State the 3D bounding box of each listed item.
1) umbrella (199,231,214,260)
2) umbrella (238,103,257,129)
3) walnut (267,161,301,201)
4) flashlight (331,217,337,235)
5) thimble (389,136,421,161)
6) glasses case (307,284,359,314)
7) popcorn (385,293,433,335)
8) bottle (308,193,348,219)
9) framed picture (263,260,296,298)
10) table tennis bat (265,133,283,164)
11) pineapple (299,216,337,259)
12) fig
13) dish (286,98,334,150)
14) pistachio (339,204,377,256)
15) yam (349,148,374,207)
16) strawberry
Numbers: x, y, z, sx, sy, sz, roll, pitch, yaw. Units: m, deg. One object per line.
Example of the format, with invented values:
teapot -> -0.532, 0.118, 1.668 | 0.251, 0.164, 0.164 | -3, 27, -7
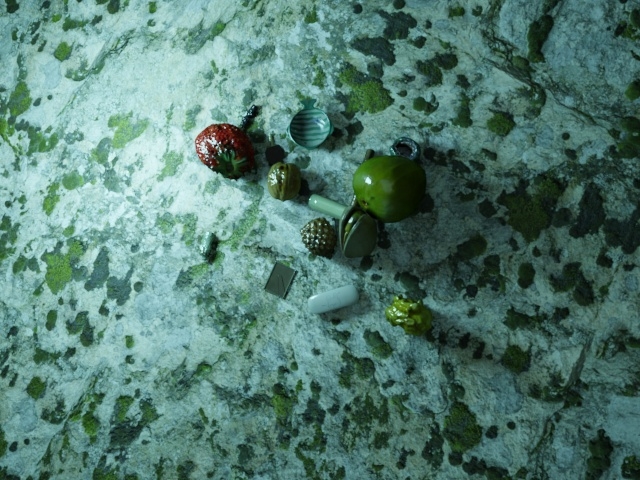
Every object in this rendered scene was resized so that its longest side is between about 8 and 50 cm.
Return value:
umbrella -> -0.547, 0.027, 2.038 | 0.067, 0.062, 0.143 | 10, 84, -19
umbrella -> -0.357, -0.603, 2.075 | 0.040, 0.037, 0.143 | 34, 90, 34
walnut -> -0.167, -0.267, 1.950 | 0.156, 0.155, 0.183 | 1, 79, 11
flashlight -> 0.063, -0.063, 1.944 | 0.018, 0.018, 0.083 | -10, 83, 10
thimble -> 0.380, -0.394, 1.883 | 0.135, 0.090, 0.118 | 44, 91, 14
glasses case -> 0.058, 0.265, 1.890 | 0.234, 0.059, 0.092 | -16, 80, 8
popcorn -> 0.375, 0.309, 1.766 | 0.198, 0.197, 0.155 | 28, 88, 13
bottle -> 0.046, -0.148, 1.909 | 0.202, 0.072, 0.072 | 24, 89, 26
framed picture -> -0.191, 0.182, 1.972 | 0.109, 0.011, 0.149 | 24, 89, 13
table tennis bat -> -0.229, -0.443, 2.046 | 0.087, 0.013, 0.156 | -14, 82, 10
pineapple -> 0.000, 0.000, 1.884 | 0.166, 0.166, 0.193 | -29, 79, 7
fig -> 0.307, -0.231, 1.790 | 0.317, 0.316, 0.315 | -1, 84, 11
dish -> -0.045, -0.532, 1.986 | 0.225, 0.078, 0.245 | -3, 84, 10
pistachio -> 0.149, -0.030, 1.799 | 0.166, 0.288, 0.197 | 35, 75, 32
yam -> 0.185, -0.262, 1.930 | 0.046, 0.045, 0.326 | 17, 87, -10
strawberry -> -0.443, -0.439, 1.982 | 0.239, 0.250, 0.288 | -25, 54, 14
